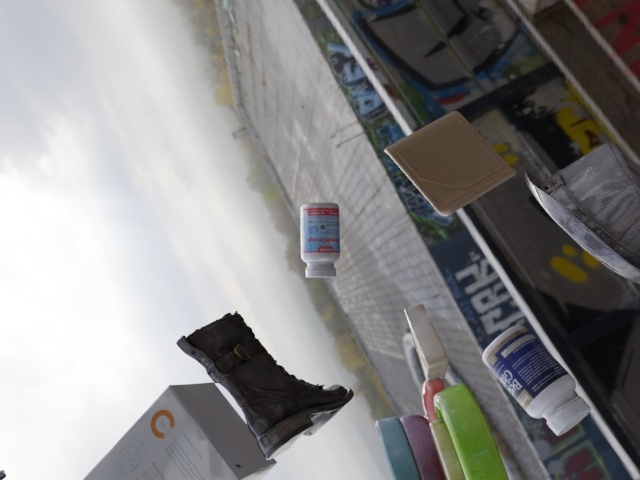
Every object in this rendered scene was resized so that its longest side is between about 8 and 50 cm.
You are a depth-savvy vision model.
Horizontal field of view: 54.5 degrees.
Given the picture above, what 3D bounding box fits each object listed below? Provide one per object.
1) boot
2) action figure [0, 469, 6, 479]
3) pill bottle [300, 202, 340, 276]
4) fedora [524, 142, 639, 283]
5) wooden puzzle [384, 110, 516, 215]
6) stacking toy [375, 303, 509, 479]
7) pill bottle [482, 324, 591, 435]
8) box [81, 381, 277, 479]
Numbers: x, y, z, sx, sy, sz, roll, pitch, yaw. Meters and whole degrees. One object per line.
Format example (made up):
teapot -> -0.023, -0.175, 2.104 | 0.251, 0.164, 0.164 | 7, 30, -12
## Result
boot -> -0.077, 0.200, 0.971 | 0.229, 0.091, 0.263 | 50, -158, 18
action figure -> -0.645, 0.394, 0.891 | 0.178, 0.341, 0.330 | -13, 106, 60
pill bottle -> 0.000, 0.000, 1.361 | 0.087, 0.087, 0.160 | 155, 113, -83
fedora -> 0.428, -0.060, 0.904 | 0.243, 0.124, 0.275 | 38, -156, 1
wooden puzzle -> 0.303, -0.183, 1.465 | 0.239, 0.220, 0.044 | 52, 162, 26
stacking toy -> 0.099, 0.245, 0.618 | 0.309, 0.130, 0.280 | -107, -2, -65
pill bottle -> 0.355, 0.230, 1.021 | 0.169, 0.094, 0.094 | 52, 168, 34
box -> -0.290, 0.466, 1.167 | 0.215, 0.345, 0.168 | 46, -173, 21
